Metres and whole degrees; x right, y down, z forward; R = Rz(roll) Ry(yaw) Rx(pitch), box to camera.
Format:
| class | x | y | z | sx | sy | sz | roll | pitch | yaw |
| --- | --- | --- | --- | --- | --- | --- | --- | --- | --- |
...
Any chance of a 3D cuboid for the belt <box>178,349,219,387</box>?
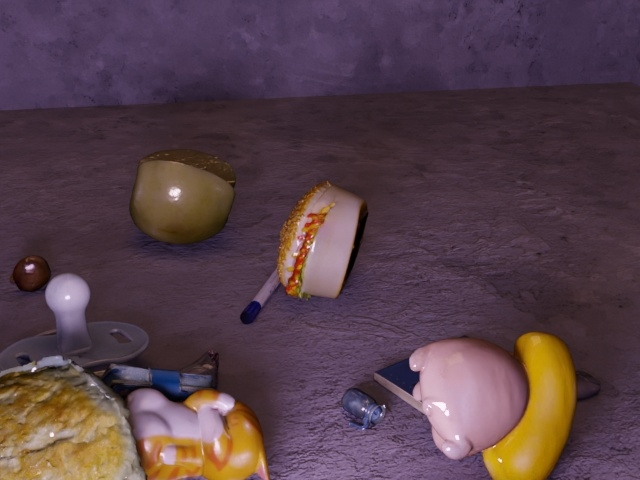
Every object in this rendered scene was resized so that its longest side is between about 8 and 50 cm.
| class | x | y | z | sx | sy | sz | roll | pitch | yaw |
| --- | --- | --- | --- | --- | --- | --- | --- | --- | --- |
| belt | -0.278 | 0.284 | 1.903 | 0.071 | 0.053 | 0.232 | 12 | 25 | 38 |

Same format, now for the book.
| class | x | y | z | sx | sy | sz | roll | pitch | yaw |
| --- | --- | --- | --- | --- | --- | --- | --- | --- | --- |
| book | 0.271 | 0.277 | 1.994 | 0.269 | 0.025 | 0.191 | -17 | 30 | -35 |

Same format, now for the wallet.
| class | x | y | z | sx | sy | sz | roll | pitch | yaw |
| --- | --- | --- | --- | --- | --- | --- | --- | --- | --- |
| wallet | -0.300 | 0.280 | 1.746 | 0.202 | 0.141 | 0.059 | 13 | 48 | -26 |

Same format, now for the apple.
| class | x | y | z | sx | sy | sz | roll | pitch | yaw |
| --- | --- | --- | --- | --- | --- | --- | --- | --- | --- |
| apple | -0.362 | -0.107 | 2.535 | 0.258 | 0.233 | 0.295 | 12 | 13 | -11 |

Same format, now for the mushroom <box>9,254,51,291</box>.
| class | x | y | z | sx | sy | sz | roll | pitch | yaw |
| --- | --- | --- | --- | --- | --- | --- | --- | --- | --- |
| mushroom | -0.688 | 0.087 | 2.285 | 0.088 | 0.072 | 0.130 | 5 | -24 | -45 |

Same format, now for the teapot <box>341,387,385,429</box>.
| class | x | y | z | sx | sy | sz | roll | pitch | yaw |
| --- | --- | --- | --- | --- | --- | --- | --- | --- | --- |
| teapot | 0.075 | 0.319 | 1.856 | 0.064 | 0.049 | 0.083 | -20 | 33 | -40 |

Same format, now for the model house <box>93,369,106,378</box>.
| class | x | y | z | sx | sy | sz | roll | pitch | yaw |
| --- | --- | --- | --- | --- | --- | --- | --- | --- | --- |
| model house | -0.418 | 0.300 | 1.813 | 0.100 | 0.087 | 0.101 | -20 | 36 | -37 |

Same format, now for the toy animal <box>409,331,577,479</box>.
| class | x | y | z | sx | sy | sz | roll | pitch | yaw |
| --- | --- | --- | --- | --- | --- | --- | --- | --- | --- |
| toy animal | 0.280 | 0.308 | 1.732 | 0.345 | 0.277 | 0.247 | -1 | -6 | -33 |

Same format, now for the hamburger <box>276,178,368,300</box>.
| class | x | y | z | sx | sy | sz | roll | pitch | yaw |
| --- | --- | --- | --- | --- | --- | --- | --- | --- | --- |
| hamburger | 0.000 | 0.000 | 2.283 | 0.179 | 0.275 | 0.294 | 18 | 22 | 7 |

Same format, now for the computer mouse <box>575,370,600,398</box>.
| class | x | y | z | sx | sy | sz | roll | pitch | yaw |
| --- | --- | --- | --- | --- | --- | --- | --- | --- | --- |
| computer mouse | 0.525 | 0.288 | 1.971 | 0.096 | 0.039 | 0.066 | -12 | 28 | -28 |

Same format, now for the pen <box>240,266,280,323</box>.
| class | x | y | z | sx | sy | sz | roll | pitch | yaw |
| --- | --- | --- | --- | --- | --- | --- | --- | --- | --- |
| pen | -0.129 | 0.123 | 2.289 | 0.033 | 0.033 | 0.269 | 8 | 25 | 14 |

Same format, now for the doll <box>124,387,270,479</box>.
| class | x | y | z | sx | sy | sz | roll | pitch | yaw |
| --- | --- | --- | --- | --- | --- | --- | --- | --- | --- |
| doll | -0.223 | 0.339 | 1.649 | 0.270 | 0.162 | 0.166 | 0 | 38 | -12 |

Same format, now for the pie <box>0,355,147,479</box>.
| class | x | y | z | sx | sy | sz | roll | pitch | yaw |
| --- | --- | --- | --- | --- | --- | --- | --- | --- | --- |
| pie | -0.459 | 0.384 | 1.498 | 0.395 | 0.180 | 0.418 | -26 | 42 | -10 |

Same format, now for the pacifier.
| class | x | y | z | sx | sy | sz | roll | pitch | yaw |
| --- | --- | --- | --- | --- | --- | --- | --- | --- | --- |
| pacifier | -0.495 | 0.170 | 1.917 | 0.300 | 0.233 | 0.244 | -12 | 25 | -31 |
